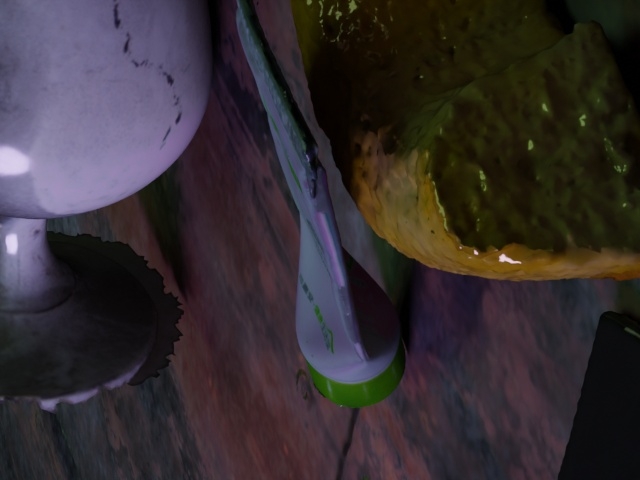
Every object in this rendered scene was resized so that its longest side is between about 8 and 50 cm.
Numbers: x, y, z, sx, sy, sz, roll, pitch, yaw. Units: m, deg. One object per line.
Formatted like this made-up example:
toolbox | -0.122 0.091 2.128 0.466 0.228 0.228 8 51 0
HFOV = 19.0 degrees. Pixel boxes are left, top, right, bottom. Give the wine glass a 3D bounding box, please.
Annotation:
wine glass | -0.177 -0.078 1.158 0.238 0.238 0.323 -123 35 -47

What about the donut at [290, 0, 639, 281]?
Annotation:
donut | 0.049 -0.085 0.764 0.152 0.101 0.259 126 129 -68

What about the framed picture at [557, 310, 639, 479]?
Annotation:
framed picture | 0.125 0.213 0.669 0.244 0.013 0.324 -143 62 -62

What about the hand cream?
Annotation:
hand cream | 0.001 0.000 0.824 0.079 0.050 0.275 38 164 24
